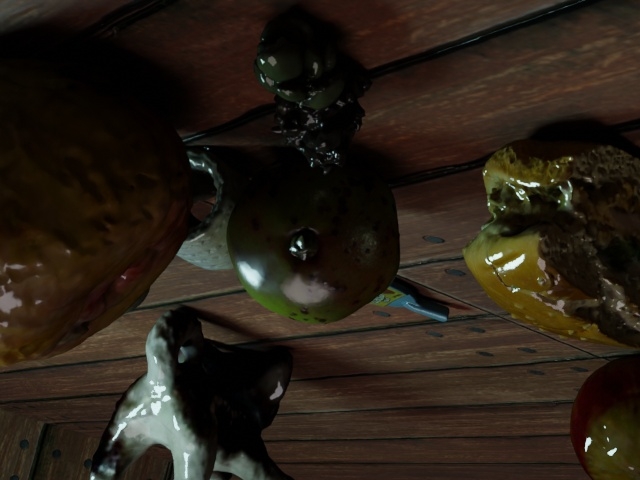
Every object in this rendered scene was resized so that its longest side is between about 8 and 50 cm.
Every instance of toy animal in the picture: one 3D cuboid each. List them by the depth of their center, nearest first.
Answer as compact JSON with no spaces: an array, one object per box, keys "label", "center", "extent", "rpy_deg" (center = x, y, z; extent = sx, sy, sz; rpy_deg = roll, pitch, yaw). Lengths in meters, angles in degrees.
[{"label":"toy animal","center":[-0.154,0.235,2.273],"extent":[0.194,0.303,0.344],"rpy_deg":[10,-171,27]}]

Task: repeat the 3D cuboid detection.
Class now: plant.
[{"label":"plant","center":[-0.008,-0.114,1.197],"extent":[0.087,0.085,0.174],"rpy_deg":[-15,153,8]}]

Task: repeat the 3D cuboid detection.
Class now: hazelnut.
[{"label":"hazelnut","center":[0.413,0.226,1.830],"extent":[0.251,0.217,0.217],"rpy_deg":[22,165,4]}]

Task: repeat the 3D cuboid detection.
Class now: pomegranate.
[{"label":"pomegranate","center":[0.000,0.000,1.451],"extent":[0.159,0.159,0.205],"rpy_deg":[11,174,8]}]

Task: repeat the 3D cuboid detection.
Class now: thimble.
[{"label":"thimble","center":[-0.110,-0.029,1.516],"extent":[0.115,0.102,0.090],"rpy_deg":[38,-178,37]}]

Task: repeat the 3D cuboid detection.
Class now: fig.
[{"label":"fig","center":[-0.295,-0.080,1.365],"extent":[0.369,0.286,0.286],"rpy_deg":[46,162,2]}]

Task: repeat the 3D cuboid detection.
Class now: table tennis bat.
[{"label":"table tennis bat","center":[0.075,0.061,1.825],"extent":[0.155,0.019,0.100],"rpy_deg":[19,162,-14]}]

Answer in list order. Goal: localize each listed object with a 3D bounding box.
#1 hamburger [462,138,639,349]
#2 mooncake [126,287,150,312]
[{"label":"hamburger","center":[0.217,0.015,1.322],"extent":[0.156,0.144,0.283],"rpy_deg":[-1,161,41]},{"label":"mooncake","center":[-0.317,0.049,1.733],"extent":[0.275,0.135,0.275],"rpy_deg":[-16,-177,1]}]
